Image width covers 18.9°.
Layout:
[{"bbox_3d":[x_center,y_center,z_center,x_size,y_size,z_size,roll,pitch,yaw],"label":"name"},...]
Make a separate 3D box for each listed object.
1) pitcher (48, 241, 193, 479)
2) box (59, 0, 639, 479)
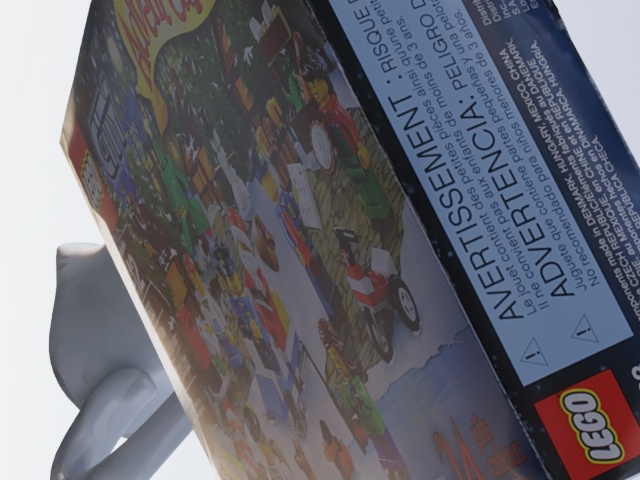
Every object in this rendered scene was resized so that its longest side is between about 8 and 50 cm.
[{"bbox_3d":[-0.027,0.015,0.789,0.207,0.125,0.177,-34,-151,29],"label":"pitcher"},{"bbox_3d":[0.000,0.000,0.438,0.159,0.044,0.233,63,-18,10],"label":"box"}]
